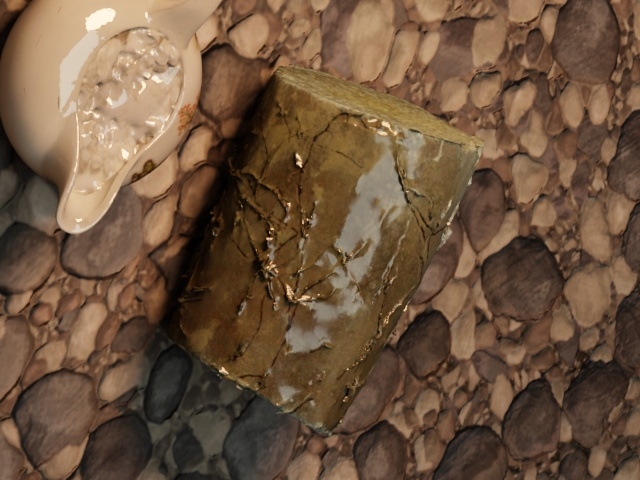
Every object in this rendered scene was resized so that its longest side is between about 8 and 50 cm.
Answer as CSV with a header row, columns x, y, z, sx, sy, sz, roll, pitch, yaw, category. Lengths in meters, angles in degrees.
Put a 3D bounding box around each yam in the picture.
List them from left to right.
x,y,z,sx,sy,sz,roll,pitch,yaw,category
0.000,0.000,1.896,0.241,0.241,0.348,26,89,-45,yam

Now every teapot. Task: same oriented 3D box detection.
x,y,z,sx,sy,sz,roll,pitch,yaw,category
-0.186,-0.152,1.711,0.204,0.139,0.298,29,86,-43,teapot
